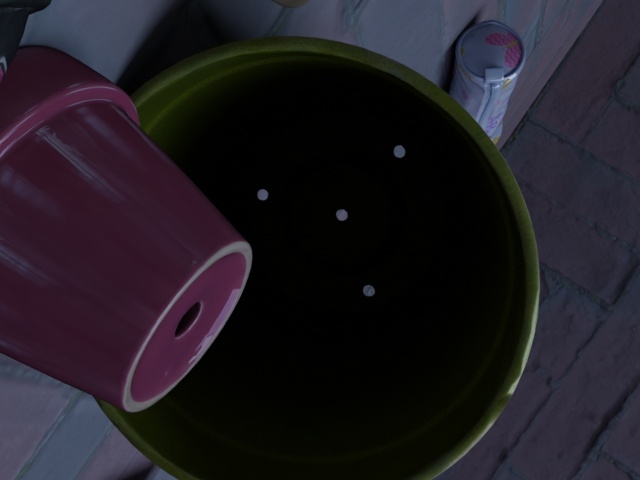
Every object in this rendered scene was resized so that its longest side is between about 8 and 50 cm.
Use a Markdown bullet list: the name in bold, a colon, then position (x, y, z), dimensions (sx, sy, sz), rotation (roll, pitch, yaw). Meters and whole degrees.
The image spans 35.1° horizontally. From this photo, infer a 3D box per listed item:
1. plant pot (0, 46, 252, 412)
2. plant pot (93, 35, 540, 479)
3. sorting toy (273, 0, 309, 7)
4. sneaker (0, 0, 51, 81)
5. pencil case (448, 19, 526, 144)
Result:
- **plant pot**: position (-0.152, 0.006, 0.646), dimensions (0.201, 0.180, 0.201), rotation (-51, 165, -19)
- **plant pot**: position (0.000, 0.000, 0.924), dimensions (0.366, 0.366, 0.353), rotation (-59, 179, 14)
- **sorting toy**: position (0.037, -0.286, 0.734), dimensions (0.307, 0.041, 0.229), rotation (-36, 172, 21)
- **sneaker**: position (-0.241, -0.021, 0.252), dimensions (0.483, 0.185, 0.202), rotation (-30, 148, -60)
- **pencil case**: position (0.266, -0.247, 1.696), dimensions (0.273, 0.113, 0.124), rotation (90, 14, -66)
